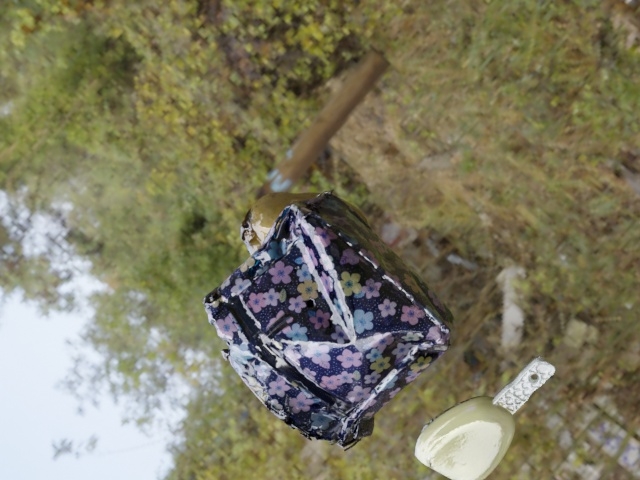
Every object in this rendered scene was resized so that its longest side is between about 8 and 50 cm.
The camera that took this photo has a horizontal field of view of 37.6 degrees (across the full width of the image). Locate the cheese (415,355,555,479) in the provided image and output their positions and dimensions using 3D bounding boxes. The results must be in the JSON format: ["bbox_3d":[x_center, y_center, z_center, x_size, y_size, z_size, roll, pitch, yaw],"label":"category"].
[{"bbox_3d":[0.255,0.261,1.399,0.127,0.251,0.054,30,-153,-15],"label":"cheese"}]

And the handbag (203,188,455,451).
[{"bbox_3d":[0.006,0.088,0.963,0.229,0.208,0.127,43,-161,-5],"label":"handbag"}]

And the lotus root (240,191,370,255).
[{"bbox_3d":[0.000,0.000,1.298,0.221,0.118,0.125,12,134,2],"label":"lotus root"}]
